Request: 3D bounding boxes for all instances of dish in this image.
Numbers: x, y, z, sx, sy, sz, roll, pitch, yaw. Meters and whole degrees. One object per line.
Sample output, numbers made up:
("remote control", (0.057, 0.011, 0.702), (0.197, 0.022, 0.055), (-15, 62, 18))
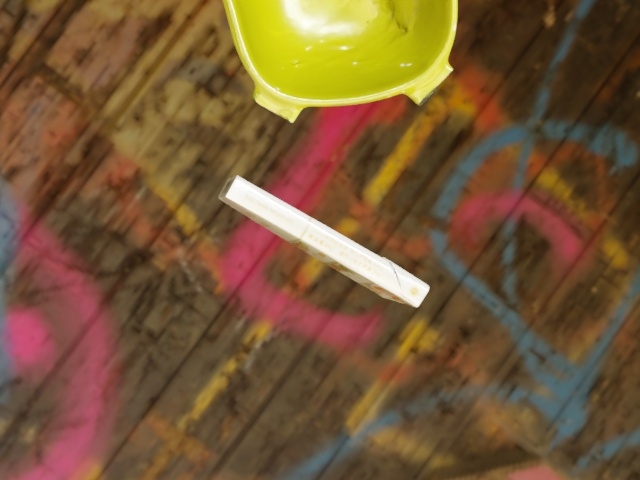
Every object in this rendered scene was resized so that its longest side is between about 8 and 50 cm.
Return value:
("dish", (0.012, -0.244, 1.090), (0.108, 0.221, 0.262), (-97, 178, -76))

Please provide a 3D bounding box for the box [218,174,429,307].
("box", (0.000, 0.001, 1.267), (0.220, 0.032, 0.122), (31, -4, -8))
